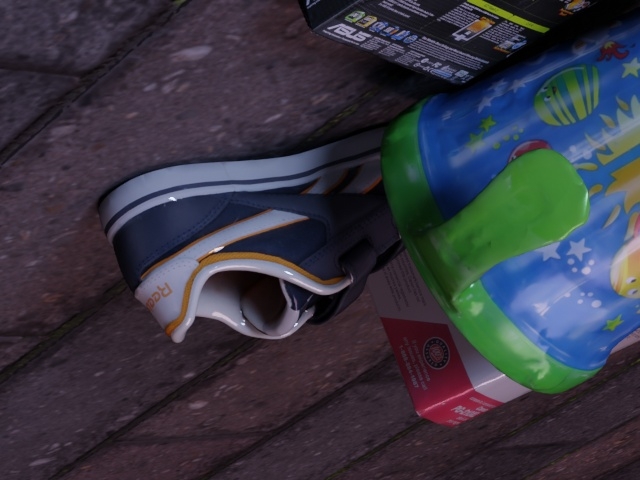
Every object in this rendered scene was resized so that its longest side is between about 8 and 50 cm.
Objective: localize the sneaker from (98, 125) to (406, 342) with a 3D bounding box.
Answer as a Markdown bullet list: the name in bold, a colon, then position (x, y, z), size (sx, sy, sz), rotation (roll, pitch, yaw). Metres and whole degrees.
- **sneaker**: position (0.000, 0.000, 1.477), size (0.321, 0.127, 0.126), rotation (-13, 158, -25)

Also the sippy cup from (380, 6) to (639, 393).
- **sippy cup**: position (0.198, -0.045, 1.363), size (0.224, 0.305, 0.240), rotation (-33, 119, 27)

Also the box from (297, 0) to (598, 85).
- **box**: position (0.107, -0.173, 1.245), size (0.184, 0.045, 0.191), rotation (-33, 157, 26)

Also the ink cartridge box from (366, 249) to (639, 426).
- **ink cartridge box**: position (0.169, 0.027, 1.639), size (0.237, 0.172, 0.100), rotation (-26, 160, 15)
